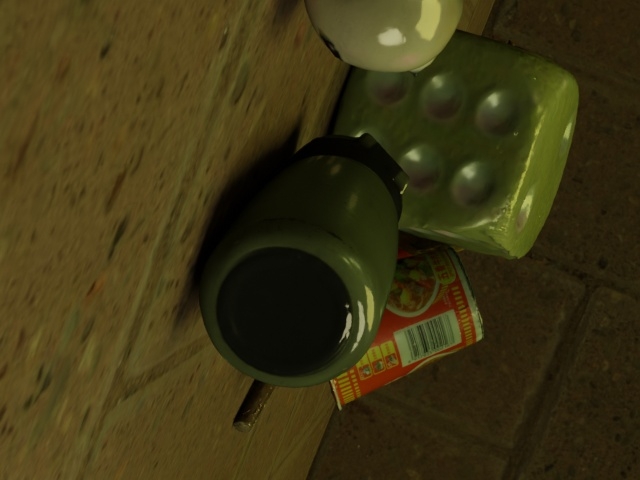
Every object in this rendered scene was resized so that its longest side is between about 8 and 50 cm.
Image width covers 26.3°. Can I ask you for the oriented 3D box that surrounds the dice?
[{"bbox_3d":[0.168,-0.121,1.701,0.250,0.252,0.254,7,99,-70],"label":"dice"}]

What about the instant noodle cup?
[{"bbox_3d":[0.092,0.098,1.783,0.193,0.212,0.193,161,-90,-88],"label":"instant noodle cup"}]

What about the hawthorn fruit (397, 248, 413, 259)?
[{"bbox_3d":[0.096,0.031,2.152,0.189,0.189,0.189,22,90,-83],"label":"hawthorn fruit"}]

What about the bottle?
[{"bbox_3d":[-0.001,0.001,1.346,0.347,0.168,0.168,-64,174,-66],"label":"bottle"}]

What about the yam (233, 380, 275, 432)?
[{"bbox_3d":[-0.079,0.204,1.898,0.032,0.032,0.145,103,12,-52],"label":"yam"}]

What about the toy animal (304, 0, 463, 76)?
[{"bbox_3d":[0.050,-0.231,1.138,0.138,0.166,0.179,-115,-146,-51],"label":"toy animal"}]

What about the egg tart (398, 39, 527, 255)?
[{"bbox_3d":[0.171,-0.151,1.951,0.345,0.132,0.345,-29,-135,33],"label":"egg tart"}]
